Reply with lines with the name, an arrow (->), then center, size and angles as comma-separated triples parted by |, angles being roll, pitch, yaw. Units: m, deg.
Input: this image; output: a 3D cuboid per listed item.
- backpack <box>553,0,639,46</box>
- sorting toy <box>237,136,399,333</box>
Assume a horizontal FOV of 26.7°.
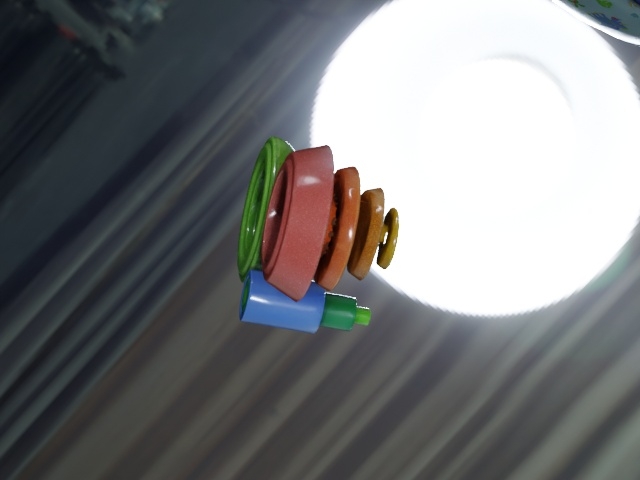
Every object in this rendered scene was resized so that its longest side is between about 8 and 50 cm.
backpack -> 0.144, -0.130, 0.588 | 0.114, 0.084, 0.105 | 25, 4, -12
sorting toy -> 0.000, 0.000, 0.438 | 0.042, 0.061, 0.102 | 11, 3, -11
